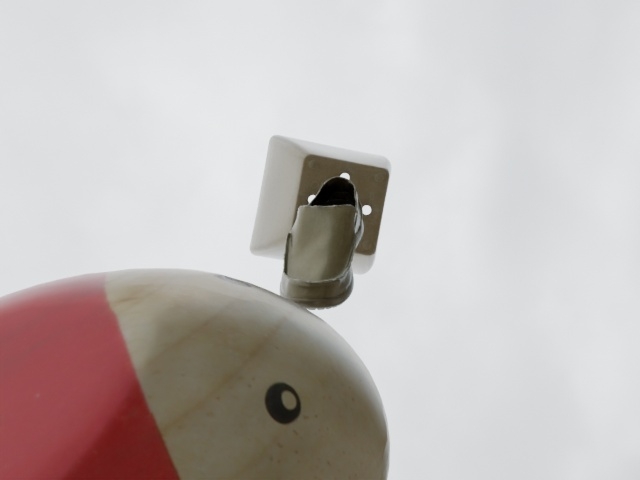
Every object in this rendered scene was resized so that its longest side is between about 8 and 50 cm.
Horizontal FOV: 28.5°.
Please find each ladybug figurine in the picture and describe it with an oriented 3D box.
[{"bbox_3d":[-0.182,0.159,0.666,0.449,0.305,0.162,-32,-45,-2],"label":"ladybug figurine"}]

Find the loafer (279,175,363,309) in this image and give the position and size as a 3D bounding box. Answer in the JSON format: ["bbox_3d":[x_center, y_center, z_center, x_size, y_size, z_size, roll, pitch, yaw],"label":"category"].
[{"bbox_3d":[0.000,0.000,0.917,0.148,0.056,0.050,-77,-17,-60],"label":"loafer"}]

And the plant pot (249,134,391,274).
[{"bbox_3d":[0.008,-0.030,1.073,0.096,0.109,0.109,-171,92,-79],"label":"plant pot"}]
